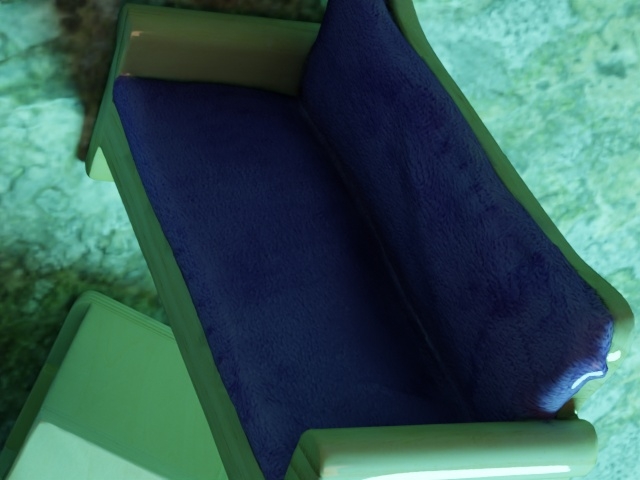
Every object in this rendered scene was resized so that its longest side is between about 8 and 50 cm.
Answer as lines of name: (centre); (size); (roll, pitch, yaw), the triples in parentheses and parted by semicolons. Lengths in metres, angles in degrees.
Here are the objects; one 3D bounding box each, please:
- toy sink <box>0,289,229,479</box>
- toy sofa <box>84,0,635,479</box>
toy sink: (-0.131, 0.136, 1.027); (0.131, 0.234, 0.153); (27, 113, -6)
toy sofa: (0.000, 0.000, 0.854); (0.150, 0.362, 0.177); (1, 130, -26)
